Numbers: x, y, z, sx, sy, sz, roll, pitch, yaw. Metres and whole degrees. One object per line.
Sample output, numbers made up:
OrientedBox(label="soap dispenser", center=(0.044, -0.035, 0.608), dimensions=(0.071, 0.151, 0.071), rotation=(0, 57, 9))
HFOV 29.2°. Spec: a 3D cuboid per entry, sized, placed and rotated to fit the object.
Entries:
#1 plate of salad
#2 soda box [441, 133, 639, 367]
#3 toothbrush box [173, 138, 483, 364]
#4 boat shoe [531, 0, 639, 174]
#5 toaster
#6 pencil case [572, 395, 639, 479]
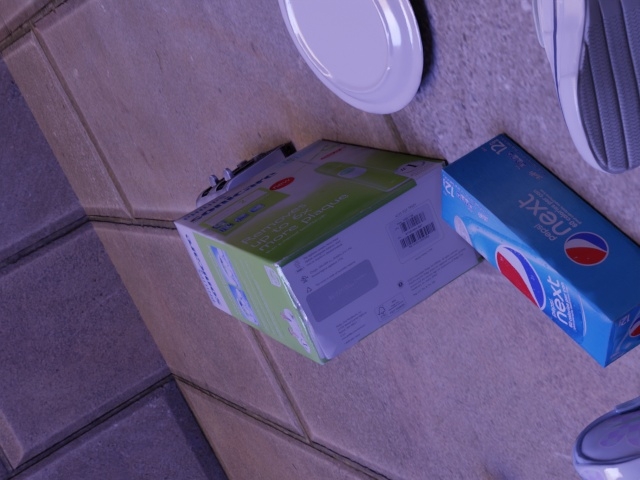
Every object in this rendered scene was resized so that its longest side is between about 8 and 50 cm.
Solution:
OrientedBox(label="plate of salad", center=(0.030, -0.212, 1.153), dimensions=(0.200, 0.048, 0.200), rotation=(37, 147, 30))
OrientedBox(label="soda box", center=(0.192, 0.005, 1.026), dimensions=(0.210, 0.071, 0.067), rotation=(46, 157, 34))
OrientedBox(label="toothbrush box", center=(0.000, 0.000, 1.297), dimensions=(0.283, 0.206, 0.122), rotation=(18, 136, 63))
OrientedBox(label="boat shoe", center=(0.184, -0.159, 0.821), dimensions=(0.076, 0.083, 0.226), rotation=(-132, 30, -63))
OrientedBox(label="toaster", center=(-0.068, -0.019, 1.588), dimensions=(0.185, 0.110, 0.168), rotation=(62, 162, -7))
OrientedBox(label="pencil case", center=(0.316, 0.265, 1.040), dimensions=(0.273, 0.113, 0.124), rotation=(62, -176, -7))
